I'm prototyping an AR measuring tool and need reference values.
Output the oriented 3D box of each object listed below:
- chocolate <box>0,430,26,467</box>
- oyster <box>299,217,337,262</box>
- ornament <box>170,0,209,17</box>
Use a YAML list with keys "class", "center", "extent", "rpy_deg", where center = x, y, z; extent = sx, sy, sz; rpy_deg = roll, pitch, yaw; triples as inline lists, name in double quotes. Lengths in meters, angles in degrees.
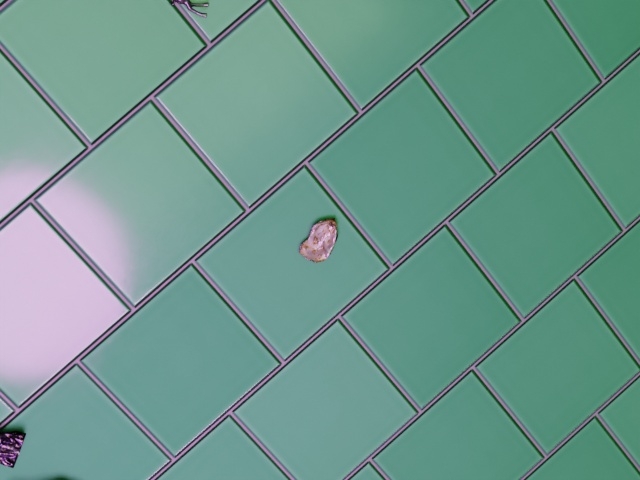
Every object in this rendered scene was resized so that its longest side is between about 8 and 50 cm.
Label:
- class: "chocolate"
  center: [-0.551, 0.313, 1.941]
  extent: [0.147, 0.070, 0.072]
  rpy_deg: [29, 104, -10]
- class: "oyster"
  center: [0.001, -0.003, 2.037]
  extent: [0.054, 0.019, 0.083]
  rpy_deg: [30, 95, -19]
- class: "ornament"
  center: [-0.224, -0.403, 1.873]
  extent: [0.125, 0.028, 0.073]
  rpy_deg: [20, 96, -21]
